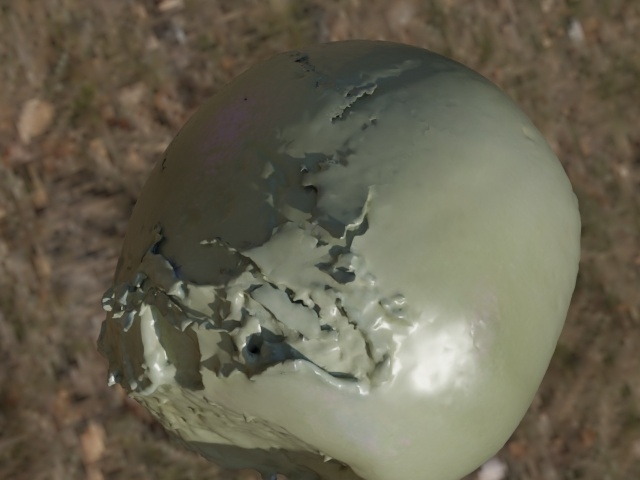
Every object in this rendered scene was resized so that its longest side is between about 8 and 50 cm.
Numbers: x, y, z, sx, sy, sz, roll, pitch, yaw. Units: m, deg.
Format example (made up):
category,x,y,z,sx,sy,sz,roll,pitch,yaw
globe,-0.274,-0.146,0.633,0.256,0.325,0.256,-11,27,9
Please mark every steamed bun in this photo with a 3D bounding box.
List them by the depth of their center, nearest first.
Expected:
category,x,y,z,sx,sy,sz,roll,pitch,yaw
steamed bun,0.000,0.000,1.199,0.233,0.334,0.312,47,55,-44
